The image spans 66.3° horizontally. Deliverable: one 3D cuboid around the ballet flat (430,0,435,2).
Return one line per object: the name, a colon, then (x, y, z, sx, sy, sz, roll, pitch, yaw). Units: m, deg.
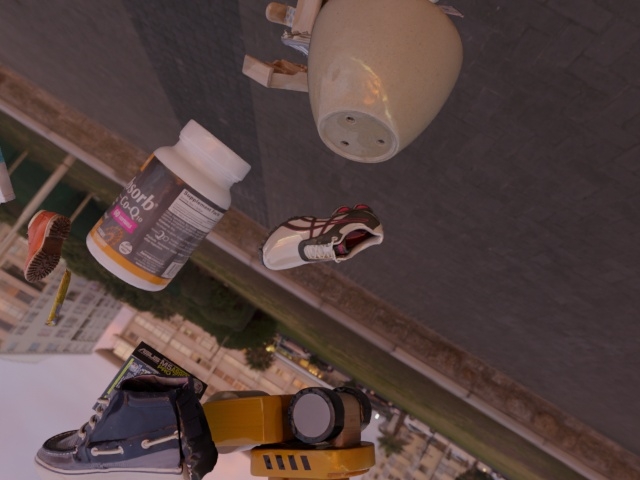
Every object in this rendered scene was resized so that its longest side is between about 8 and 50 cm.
ballet flat: (0.289, -0.819, 1.472, 0.248, 0.086, 0.086, 62, 169, 6)

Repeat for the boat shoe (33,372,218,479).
boat shoe: (-0.333, 0.299, 0.801, 0.341, 0.158, 0.127, -8, -172, 16)

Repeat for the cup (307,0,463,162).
cup: (0.108, -0.304, 1.018, 0.331, 0.236, 0.331, 15, 157, 6)

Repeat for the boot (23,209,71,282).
boot: (-0.606, 0.010, 1.063, 0.085, 0.157, 0.059, 21, 176, 24)

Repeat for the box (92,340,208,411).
box: (-0.463, 0.424, 1.325, 0.216, 0.270, 0.060, 37, -153, -7)

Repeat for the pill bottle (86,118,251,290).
pill bottle: (-0.258, -0.062, 0.857, 0.162, 0.278, 0.162, 38, -179, -1)

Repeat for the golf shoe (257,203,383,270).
golf shoe: (0.000, 0.000, 1.036, 0.120, 0.273, 0.105, -121, 12, -62)

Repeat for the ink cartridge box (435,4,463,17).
ink cartridge box: (0.221, -0.560, 1.195, 0.224, 0.045, 0.223, 12, -149, 2)

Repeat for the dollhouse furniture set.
dollhouse furniture set: (-0.088, -0.743, 1.714, 0.257, 0.394, 0.362, -8, -145, -40)

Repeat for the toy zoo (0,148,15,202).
toy zoo: (-0.796, -0.198, 1.111, 0.192, 0.030, 0.293, 12, 119, 20)

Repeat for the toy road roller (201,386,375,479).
toy road roller: (-0.060, 0.404, 0.924, 0.330, 0.240, 0.202, -10, 161, 22)

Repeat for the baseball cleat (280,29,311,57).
baseball cleat: (-0.024, -0.487, 1.281, 0.206, 0.072, 0.109, 27, 137, 37)

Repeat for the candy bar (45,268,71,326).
candy bar: (-0.718, 0.156, 1.351, 0.018, 0.161, 0.040, 9, 156, -3)
